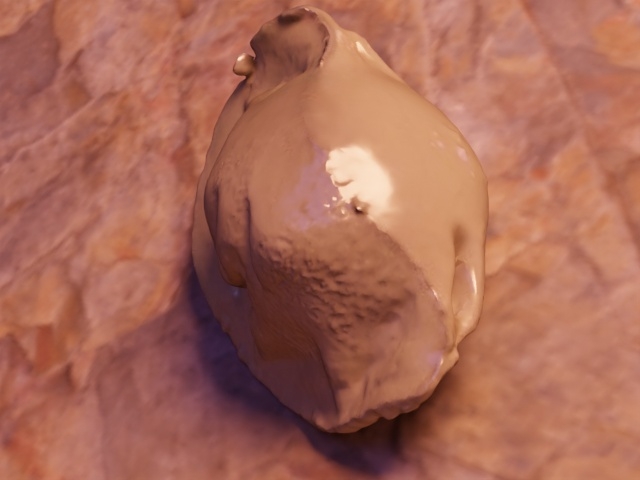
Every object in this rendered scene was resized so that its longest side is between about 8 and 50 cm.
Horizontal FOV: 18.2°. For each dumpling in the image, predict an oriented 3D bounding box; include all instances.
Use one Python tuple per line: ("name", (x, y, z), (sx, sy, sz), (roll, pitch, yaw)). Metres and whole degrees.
("dumpling", (-0.002, 0.001, 0.870), (0.155, 0.111, 0.181), (-43, 27, 42))
